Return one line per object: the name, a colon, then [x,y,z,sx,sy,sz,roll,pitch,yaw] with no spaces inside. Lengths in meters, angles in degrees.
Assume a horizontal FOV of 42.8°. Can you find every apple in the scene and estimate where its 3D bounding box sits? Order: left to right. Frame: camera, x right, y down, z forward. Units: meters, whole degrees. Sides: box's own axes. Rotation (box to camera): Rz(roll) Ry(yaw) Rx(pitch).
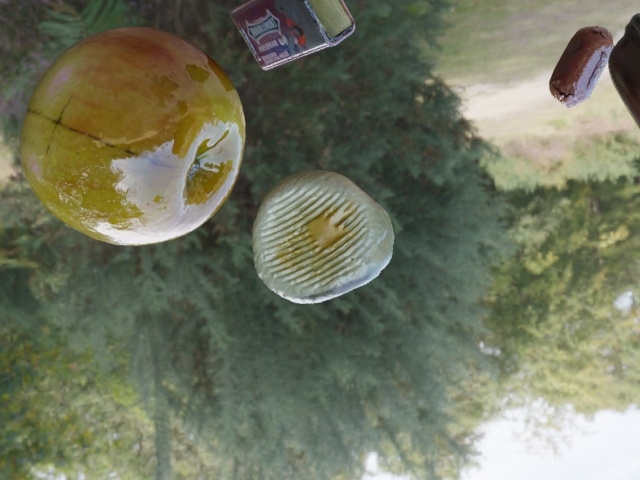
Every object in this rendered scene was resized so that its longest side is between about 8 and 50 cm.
apple: [-0.229,-0.129,1.032,0.233,0.285,0.286,20,-168,20]

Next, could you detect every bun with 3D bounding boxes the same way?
bun: [0.000,0.000,1.400,0.244,0.243,0.153,-6,179,16]

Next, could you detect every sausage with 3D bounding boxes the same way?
sausage: [0.432,-0.290,1.352,0.076,0.141,0.076,27,-167,-7]

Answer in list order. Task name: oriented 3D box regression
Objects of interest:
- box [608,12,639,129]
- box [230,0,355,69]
box: [0.384,-0.026,0.691,0.108,0.403,0.263,-35,171,22]
box: [-0.047,-0.337,1.249,0.069,0.120,0.224,-39,-163,-22]
